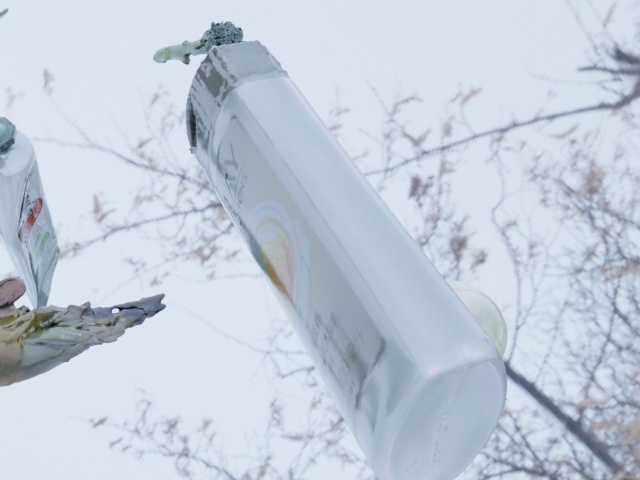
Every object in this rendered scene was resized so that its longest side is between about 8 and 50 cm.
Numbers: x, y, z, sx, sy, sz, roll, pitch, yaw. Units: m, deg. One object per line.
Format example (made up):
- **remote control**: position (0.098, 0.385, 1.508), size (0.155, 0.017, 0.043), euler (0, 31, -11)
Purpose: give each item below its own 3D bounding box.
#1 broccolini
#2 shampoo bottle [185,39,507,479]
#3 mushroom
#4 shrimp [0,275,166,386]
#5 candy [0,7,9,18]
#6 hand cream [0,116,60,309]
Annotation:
- **broccolini**: position (-0.181, -0.288, 1.380), size (0.067, 0.058, 0.216), euler (33, 167, -32)
- **shampoo bottle**: position (0.000, 0.000, 0.423), size (0.055, 0.086, 0.227), euler (-13, -134, -22)
- **mushroom**: position (0.165, 0.159, 1.460), size (0.246, 0.202, 0.246), euler (3, -158, -1)
- **shrimp**: position (-0.255, 0.080, 0.936), size (0.262, 0.117, 0.066), euler (-19, -132, -37)
- **candy**: position (-0.497, -0.117, 0.955), size (0.172, 0.397, 0.263), euler (53, -139, -21)
- **hand cream**: position (-0.394, -0.034, 1.249), size (0.076, 0.336, 0.121), euler (7, -125, 3)
